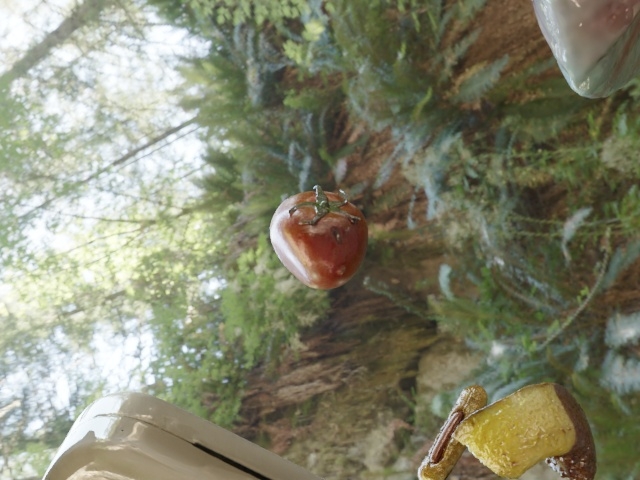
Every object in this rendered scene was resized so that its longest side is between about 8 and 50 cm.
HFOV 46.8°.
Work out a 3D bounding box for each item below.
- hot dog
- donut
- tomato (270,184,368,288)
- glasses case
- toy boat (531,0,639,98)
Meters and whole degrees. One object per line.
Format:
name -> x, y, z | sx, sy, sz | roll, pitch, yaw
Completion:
hot dog -> 0.250, 0.363, 1.388 | 0.216, 0.066, 0.047 | -54, -53, -18
donut -> 0.389, 0.332, 1.248 | 0.294, 0.151, 0.112 | 14, -150, -31
tomato -> 0.000, 0.000, 1.183 | 0.167, 0.167, 0.167 | 28, -127, -45
glasses case -> -0.040, 0.145, 0.367 | 0.196, 0.083, 0.050 | 28, -150, -11
toy boat -> 0.212, -0.183, 0.514 | 0.282, 0.096, 0.206 | 13, -95, -59
